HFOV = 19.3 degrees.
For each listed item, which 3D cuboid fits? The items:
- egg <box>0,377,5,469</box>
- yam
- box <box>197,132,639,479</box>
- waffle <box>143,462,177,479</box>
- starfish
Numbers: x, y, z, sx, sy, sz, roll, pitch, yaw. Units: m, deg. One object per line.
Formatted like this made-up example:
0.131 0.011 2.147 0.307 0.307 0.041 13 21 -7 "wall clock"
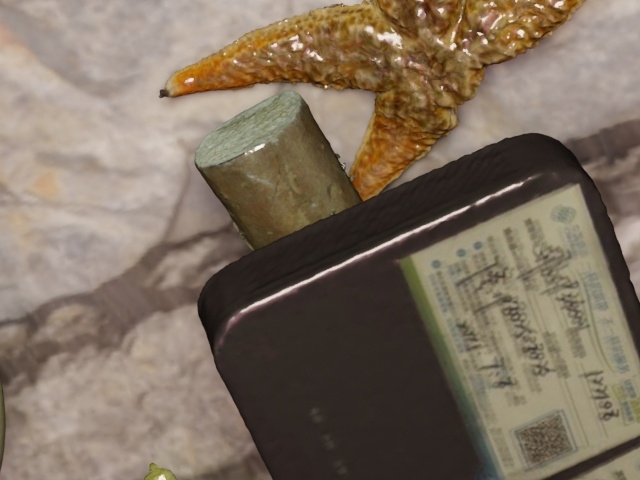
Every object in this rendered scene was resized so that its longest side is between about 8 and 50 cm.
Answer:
-0.261 0.062 0.968 0.183 0.183 0.217 -12 99 6 "egg"
0.000 0.000 0.986 0.068 0.068 0.169 -26 122 10 "yam"
0.093 0.130 0.994 0.211 0.058 0.350 -24 116 -2 "box"
-0.065 0.231 1.072 0.214 0.054 0.208 31 105 -14 "waffle"
0.043 -0.124 0.955 0.138 0.050 0.247 35 120 -15 "starfish"
